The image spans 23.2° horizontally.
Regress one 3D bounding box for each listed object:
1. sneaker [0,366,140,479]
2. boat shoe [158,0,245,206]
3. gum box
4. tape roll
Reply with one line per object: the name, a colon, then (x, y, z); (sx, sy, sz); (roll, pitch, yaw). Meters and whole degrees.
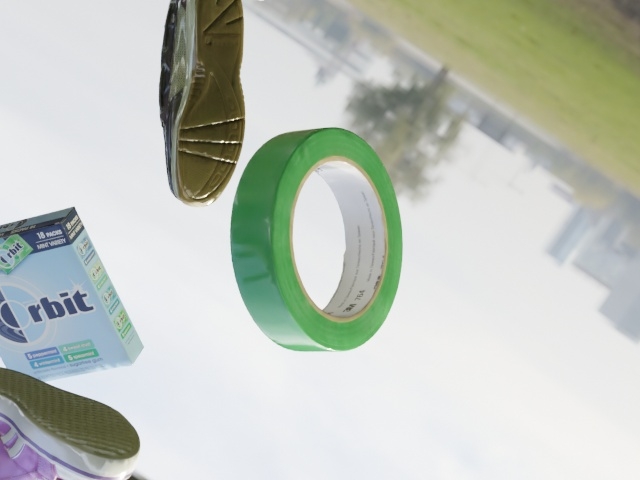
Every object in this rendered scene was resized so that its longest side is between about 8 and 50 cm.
sneaker: (-0.269, 0.227, 1.495); (0.102, 0.161, 0.282); (3, -173, -38)
boat shoe: (-0.123, -0.147, 1.545); (0.080, 0.223, 0.073); (-1, -171, -39)
gum box: (-0.302, 0.065, 1.706); (0.184, 0.157, 0.041); (66, -154, -23)
tape roll: (0.000, 0.000, 2.229); (0.077, 0.321, 0.321); (-3, 163, 36)
